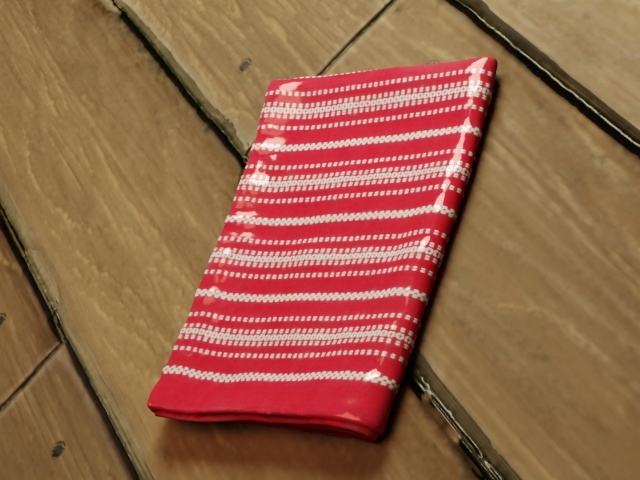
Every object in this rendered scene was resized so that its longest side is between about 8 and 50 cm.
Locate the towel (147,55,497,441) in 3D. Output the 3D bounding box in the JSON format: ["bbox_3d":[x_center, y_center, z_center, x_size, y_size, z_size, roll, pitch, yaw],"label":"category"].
[{"bbox_3d":[0.000,0.000,0.939,0.198,0.031,0.275,0,61,40],"label":"towel"}]
